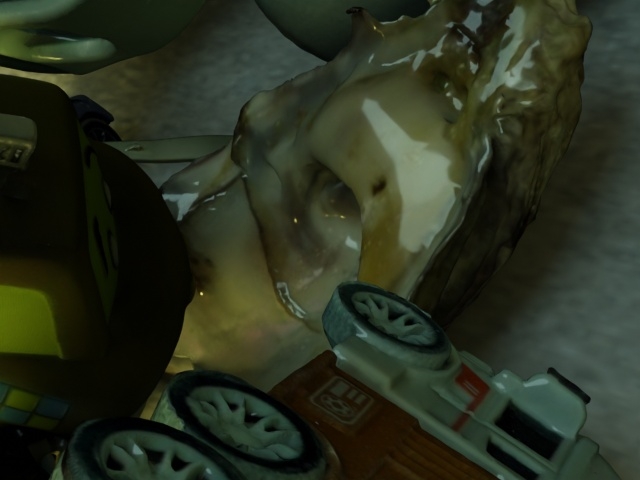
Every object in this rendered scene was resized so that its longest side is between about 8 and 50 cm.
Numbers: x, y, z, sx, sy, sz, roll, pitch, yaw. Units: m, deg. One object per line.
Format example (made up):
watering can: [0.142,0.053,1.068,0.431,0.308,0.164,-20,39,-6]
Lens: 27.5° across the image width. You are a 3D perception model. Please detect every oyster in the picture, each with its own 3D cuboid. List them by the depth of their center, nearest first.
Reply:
oyster: [0.007,0.003,0.649,0.271,0.100,0.275,-2,80,39]

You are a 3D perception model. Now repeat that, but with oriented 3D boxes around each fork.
fork: [-0.129,-0.050,0.750,0.028,0.219,0.034,108,157,-47]

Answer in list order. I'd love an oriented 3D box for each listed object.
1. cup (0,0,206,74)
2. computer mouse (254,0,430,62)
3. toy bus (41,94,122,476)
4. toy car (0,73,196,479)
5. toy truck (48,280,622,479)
cup: [-0.155,-0.305,0.809,0.401,0.310,0.392,39,112,11]
computer mouse: [0.104,-0.250,0.672,0.371,0.188,0.122,-54,22,-9]
toy bus: [-0.207,0.026,0.782,0.125,0.133,0.292,-22,50,28]
toy car: [-0.172,0.007,0.590,0.198,0.248,0.204,-48,44,45]
toy truck: [0.012,0.125,0.422,0.162,0.305,0.136,31,108,13]
